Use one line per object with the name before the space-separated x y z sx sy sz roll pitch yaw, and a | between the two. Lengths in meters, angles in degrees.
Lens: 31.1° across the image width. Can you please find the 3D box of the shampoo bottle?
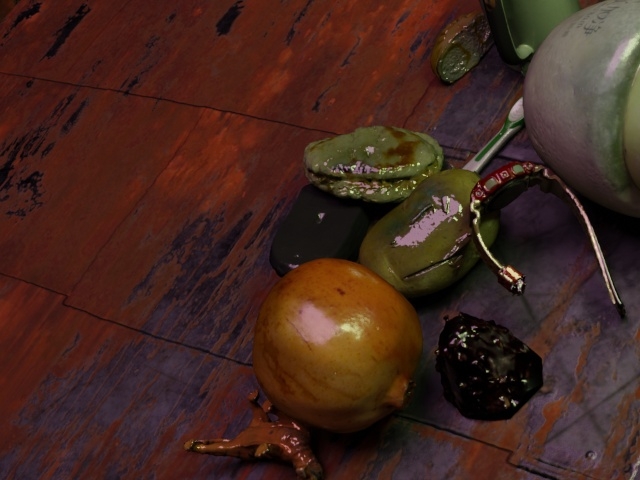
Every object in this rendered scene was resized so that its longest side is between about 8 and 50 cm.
shampoo bottle | 0.472 -0.198 1.680 0.322 0.322 0.317 -48 35 -14

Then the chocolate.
chocolate | 0.221 0.165 1.648 0.156 0.133 0.156 -18 47 20

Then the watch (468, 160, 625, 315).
watch | 0.321 0.011 1.687 0.165 0.102 0.268 -21 69 -2

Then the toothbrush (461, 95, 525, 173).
toothbrush | 0.339 -0.215 1.979 0.418 0.040 0.042 -46 49 -12

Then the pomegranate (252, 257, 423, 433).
pomegranate | 0.027 0.163 1.680 0.264 0.264 0.264 -17 46 18

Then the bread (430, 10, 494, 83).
bread | 0.259 -0.371 2.146 0.157 0.083 0.094 -38 31 -2

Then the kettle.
kettle | 0.349 -0.417 1.998 0.165 0.255 0.240 3 54 30

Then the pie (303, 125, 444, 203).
pie | 0.091 -0.139 1.996 0.248 0.090 0.201 -3 34 3

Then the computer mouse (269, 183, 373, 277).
computer mouse | 0.000 0.000 1.955 0.137 0.086 0.270 7 38 17

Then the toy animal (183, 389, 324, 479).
toy animal | -0.106 0.307 1.761 0.255 0.116 0.114 -3 48 43

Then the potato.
potato | 0.173 -0.007 1.819 0.248 0.143 0.169 -35 38 -1
